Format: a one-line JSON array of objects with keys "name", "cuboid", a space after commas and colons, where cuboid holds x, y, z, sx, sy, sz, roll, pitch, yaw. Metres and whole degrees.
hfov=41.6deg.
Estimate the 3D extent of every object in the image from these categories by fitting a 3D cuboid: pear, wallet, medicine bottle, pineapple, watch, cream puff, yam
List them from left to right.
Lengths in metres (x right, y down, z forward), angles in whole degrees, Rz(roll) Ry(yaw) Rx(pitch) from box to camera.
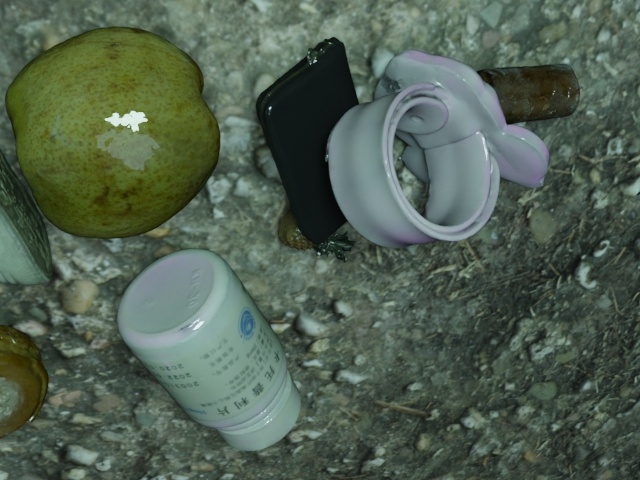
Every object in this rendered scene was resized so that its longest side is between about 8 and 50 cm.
[{"name": "cream puff", "cuboid": [-0.437, 0.178, 1.101, 0.150, 0.115, 0.165, 12, 112, -37]}, {"name": "pear", "cuboid": [-0.211, -0.112, 0.908, 0.211, 0.188, 0.228, -12, 131, 4]}, {"name": "medicine bottle", "cuboid": [-0.142, 0.161, 1.168, 0.170, 0.170, 0.293, -27, 132, 0]}, {"name": "wallet", "cuboid": [0.000, -0.119, 1.055, 0.149, 0.044, 0.250, -44, 138, -23]}, {"name": "pineapple", "cuboid": [0.000, 0.000, 1.170, 0.124, 0.058, 0.058, 25, 114, -35]}, {"name": "watch", "cuboid": [0.128, -0.084, 1.032, 0.248, 0.211, 0.217, 45, 60, -27]}, {"name": "yam", "cuboid": [0.267, -0.192, 1.109, 0.141, 0.079, 0.079, -7, 129, -17]}]

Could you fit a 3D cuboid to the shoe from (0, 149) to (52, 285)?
[{"name": "shoe", "cuboid": [-0.427, -0.050, 0.926, 0.159, 0.124, 0.316, -19, 132, 3]}]
